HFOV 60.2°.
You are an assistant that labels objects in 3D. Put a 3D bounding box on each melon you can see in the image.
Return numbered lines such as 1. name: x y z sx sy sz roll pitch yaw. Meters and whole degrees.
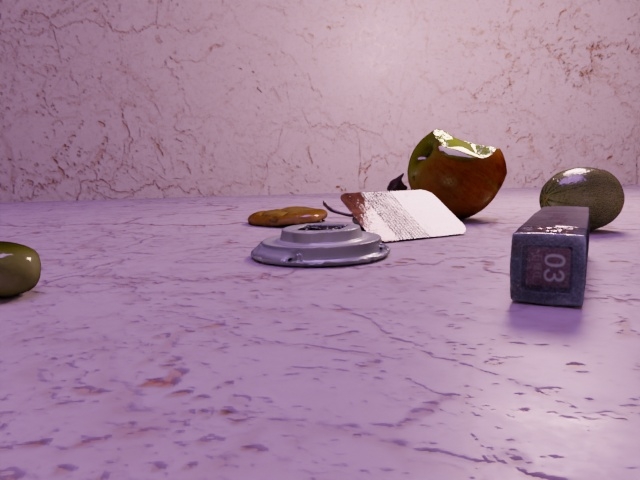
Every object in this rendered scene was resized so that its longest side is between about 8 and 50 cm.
1. melon: 0.560 -0.088 1.174 0.192 0.139 0.139 -1 8 -14

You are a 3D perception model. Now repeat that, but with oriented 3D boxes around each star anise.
1. star anise: 0.134 -0.101 1.530 0.227 0.148 0.219 -27 43 2

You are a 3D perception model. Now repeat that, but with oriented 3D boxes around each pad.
1. pad: 0.149 -0.126 1.192 0.249 0.323 0.055 -6 -30 -29

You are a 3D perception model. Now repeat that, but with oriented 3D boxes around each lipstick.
1. lipstick: 0.316 0.005 0.736 0.076 0.080 0.371 2 9 26

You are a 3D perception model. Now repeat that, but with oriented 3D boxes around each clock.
1. clock: 0.000 0.000 0.930 0.236 0.053 0.236 0 7 0

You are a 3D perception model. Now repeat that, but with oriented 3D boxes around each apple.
1. apple: 0.351 -0.184 1.447 0.226 0.246 0.246 35 0 -13

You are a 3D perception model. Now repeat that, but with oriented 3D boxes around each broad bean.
1. broad bean: -0.431 0.038 0.655 0.174 0.082 0.124 6 3 -35

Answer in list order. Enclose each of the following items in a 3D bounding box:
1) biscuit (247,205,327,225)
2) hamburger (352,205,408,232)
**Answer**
1. biscuit: -0.078 -0.065 1.448 0.202 0.041 0.260 -5 7 -29
2. hamburger: 0.136 -0.049 1.230 0.139 0.063 0.133 1 5 21
